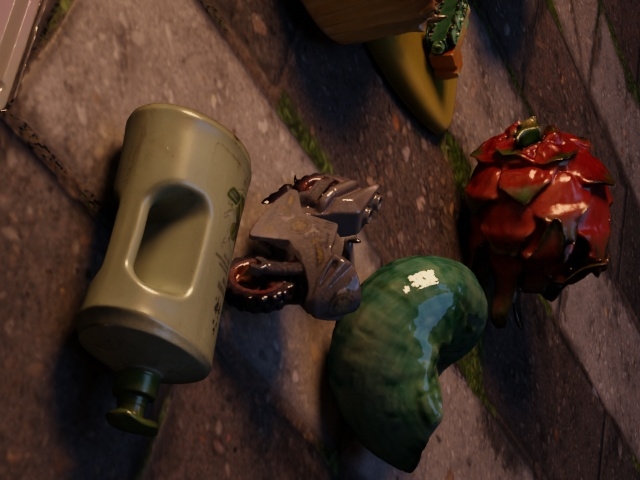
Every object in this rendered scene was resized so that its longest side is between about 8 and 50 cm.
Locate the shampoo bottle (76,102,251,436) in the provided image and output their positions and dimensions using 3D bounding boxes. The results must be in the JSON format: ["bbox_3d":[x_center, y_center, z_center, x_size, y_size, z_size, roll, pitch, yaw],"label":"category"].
[{"bbox_3d":[-0.117,0.026,0.808,0.118,0.087,0.234,45,47,-50],"label":"shampoo bottle"}]

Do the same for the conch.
[{"bbox_3d":[0.082,0.100,1.092,0.196,0.134,0.202,-66,172,32],"label":"conch"}]

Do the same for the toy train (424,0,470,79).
[{"bbox_3d":[0.156,-0.248,1.316,0.064,0.044,0.103,62,36,-42],"label":"toy train"}]

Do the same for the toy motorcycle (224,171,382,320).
[{"bbox_3d":[0.000,0.000,0.980,0.215,0.122,0.080,-53,155,-50],"label":"toy motorcycle"}]

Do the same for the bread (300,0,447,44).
[{"bbox_3d":[0.062,-0.397,1.114,0.236,0.183,0.388,15,70,-60],"label":"bread"}]

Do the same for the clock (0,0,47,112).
[{"bbox_3d":[-0.252,-0.176,0.641,0.192,0.071,0.147,41,50,-48],"label":"clock"}]

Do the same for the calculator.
[{"bbox_3d":[0.117,-0.231,1.315,0.236,0.033,0.157,46,45,-48],"label":"calculator"}]

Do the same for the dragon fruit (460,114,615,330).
[{"bbox_3d":[0.271,-0.023,1.377,0.193,0.192,0.274,-39,129,-65],"label":"dragon fruit"}]
